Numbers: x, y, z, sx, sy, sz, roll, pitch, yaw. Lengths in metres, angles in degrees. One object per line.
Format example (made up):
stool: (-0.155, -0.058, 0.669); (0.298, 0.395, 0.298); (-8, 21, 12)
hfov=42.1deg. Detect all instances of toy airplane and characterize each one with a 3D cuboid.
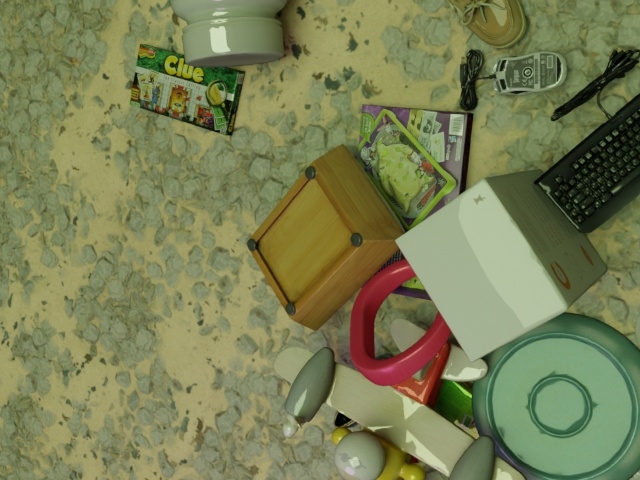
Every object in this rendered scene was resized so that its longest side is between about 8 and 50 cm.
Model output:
toy airplane: (0.123, 0.325, 1.430); (0.386, 0.272, 0.384); (-23, 84, 30)

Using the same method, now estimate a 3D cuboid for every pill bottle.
pill bottle: (-0.178, -0.532, 1.550); (0.224, 0.224, 0.392); (-2, 95, 28)

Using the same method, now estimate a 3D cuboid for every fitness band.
fitness band: (0.143, 0.120, 1.377); (0.209, 0.291, 0.054); (-33, 114, 21)

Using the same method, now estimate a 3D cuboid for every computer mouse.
computer mouse: (0.331, -0.280, 1.425); (0.193, 0.042, 0.106); (2, 93, 33)

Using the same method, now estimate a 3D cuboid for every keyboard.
keyboard: (0.471, -0.180, 1.307); (0.317, 0.033, 0.201); (-40, 78, 2)

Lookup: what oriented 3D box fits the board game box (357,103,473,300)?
board game box: (0.162, -0.071, 1.537); (0.208, 0.056, 0.346); (9, 101, 22)

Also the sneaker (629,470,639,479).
sneaker: (0.521, 0.381, 1.414); (0.098, 0.038, 0.069); (39, 111, 18)

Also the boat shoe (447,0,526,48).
boat shoe: (0.244, -0.449, 1.417); (0.104, 0.089, 0.285); (-39, 79, 25)

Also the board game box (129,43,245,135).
board game box: (-0.284, -0.318, 1.743); (0.260, 0.030, 0.136); (19, 103, 24)

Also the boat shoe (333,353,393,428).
boat shoe: (0.088, 0.301, 1.611); (0.066, 0.066, 0.183); (37, 112, 18)

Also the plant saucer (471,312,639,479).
plant saucer: (0.411, 0.281, 1.420); (0.318, 0.044, 0.317); (-3, 83, 23)

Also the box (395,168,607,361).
box: (0.297, 0.025, 1.310); (0.168, 0.345, 0.215); (-36, 79, 26)

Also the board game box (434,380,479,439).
board game box: (0.252, 0.305, 1.541); (0.181, 0.043, 0.092); (37, 112, 18)

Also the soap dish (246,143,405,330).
soap dish: (0.000, 0.000, 1.548); (0.291, 0.118, 0.229); (-48, 62, 34)

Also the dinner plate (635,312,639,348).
dinner plate: (0.590, 0.154, 1.362); (0.141, 0.017, 0.141); (4, 99, 25)
